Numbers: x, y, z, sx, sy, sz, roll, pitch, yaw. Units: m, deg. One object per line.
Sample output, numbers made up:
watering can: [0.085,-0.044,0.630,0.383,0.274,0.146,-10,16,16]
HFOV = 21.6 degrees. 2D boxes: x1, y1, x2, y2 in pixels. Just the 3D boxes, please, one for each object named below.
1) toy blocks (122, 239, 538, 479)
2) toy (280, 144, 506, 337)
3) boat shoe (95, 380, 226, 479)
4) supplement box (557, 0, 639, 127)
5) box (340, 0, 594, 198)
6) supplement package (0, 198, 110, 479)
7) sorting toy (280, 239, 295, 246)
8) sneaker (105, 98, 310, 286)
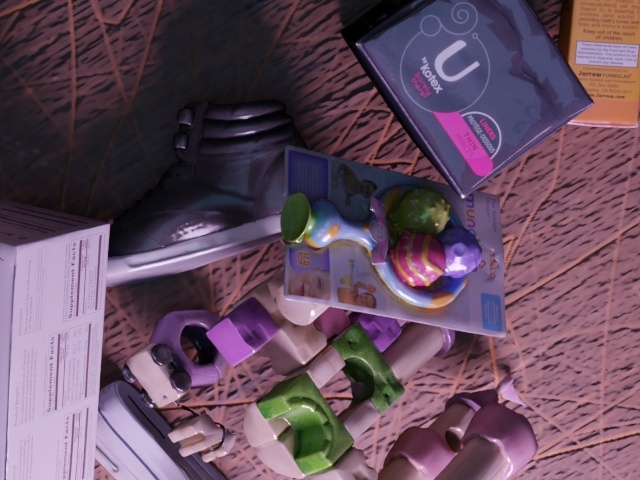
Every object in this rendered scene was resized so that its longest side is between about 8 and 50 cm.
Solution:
toy blocks: [0.041,0.118,1.606,0.309,0.260,0.289,-29,99,48]
toy: [0.078,-0.002,1.444,0.237,0.056,0.137,10,70,-30]
boat shoe: [-0.155,0.244,1.673,0.076,0.083,0.226,-41,86,17]
supplement box: [0.272,-0.228,1.600,0.080,0.078,0.234,2,100,-2]
box: [0.123,-0.158,1.509,0.143,0.270,0.165,-35,98,4]
supplement package: [-0.326,0.101,1.559,0.204,0.145,0.262,11,103,26]
sorting toy: [0.000,0.000,1.662,0.062,0.012,0.083,-40,95,0]
sneaker: [-0.139,-0.049,1.616,0.295,0.104,0.147,-17,85,8]
